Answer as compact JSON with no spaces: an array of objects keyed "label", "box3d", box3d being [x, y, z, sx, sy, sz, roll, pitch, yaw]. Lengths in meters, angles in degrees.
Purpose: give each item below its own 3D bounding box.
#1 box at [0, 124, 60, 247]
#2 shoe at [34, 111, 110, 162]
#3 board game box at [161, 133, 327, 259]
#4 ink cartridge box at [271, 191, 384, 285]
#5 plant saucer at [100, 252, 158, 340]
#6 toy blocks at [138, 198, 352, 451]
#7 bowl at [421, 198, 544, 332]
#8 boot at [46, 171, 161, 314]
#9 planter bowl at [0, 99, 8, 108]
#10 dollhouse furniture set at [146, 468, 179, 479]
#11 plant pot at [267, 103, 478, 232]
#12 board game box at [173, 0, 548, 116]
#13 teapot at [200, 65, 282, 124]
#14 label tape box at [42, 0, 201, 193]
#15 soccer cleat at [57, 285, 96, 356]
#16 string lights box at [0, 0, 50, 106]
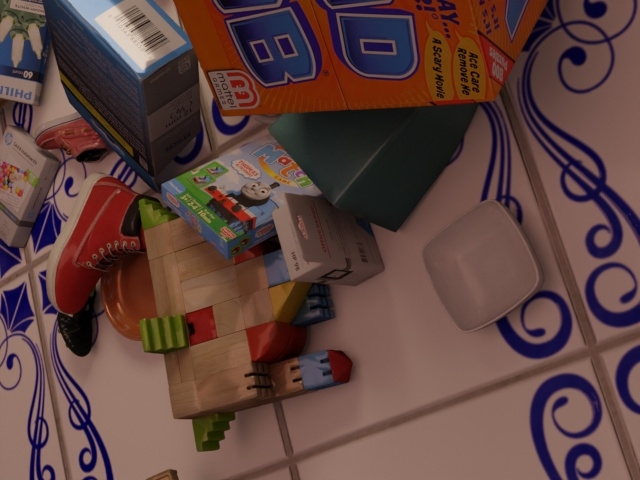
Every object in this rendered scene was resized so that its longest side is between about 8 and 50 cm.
[{"label":"box","box3d":[-0.571,-0.101,2.006,0.145,0.038,0.186,38,107,34]},{"label":"shoe","box3d":[-0.440,-0.173,1.892,0.178,0.063,0.081,-16,70,32]},{"label":"board game box","box3d":[-0.094,-0.070,1.528,0.160,0.211,0.039,39,143,34]},{"label":"ink cartridge box","box3d":[0.000,0.000,1.452,0.060,0.180,0.104,-29,68,33]},{"label":"plant saucer","box3d":[-0.284,0.066,1.762,0.200,0.037,0.200,-5,82,37]},{"label":"toy blocks","box3d":[-0.103,0.090,1.550,0.261,0.191,0.381,-18,74,24]},{"label":"bowl","box3d":[0.213,0.034,1.361,0.142,0.053,0.142,-38,63,29]},{"label":"boot","box3d":[-0.346,0.027,1.739,0.176,0.088,0.244,25,97,36]},{"label":"planter bowl","box3d":[-0.669,-0.317,2.046,0.109,0.162,0.162,16,96,65]},{"label":"dollhouse furniture set","box3d":[-0.146,0.417,1.604,0.161,0.101,0.182,-24,68,8]},{"label":"plant pot","box3d":[0.091,-0.163,1.415,0.234,0.165,0.165,-48,58,15]},{"label":"board game box","box3d":[0.047,-0.393,1.227,0.356,0.356,0.356,1,129,30]},{"label":"teapot","box3d":[-0.076,-0.341,1.549,0.256,0.187,0.252,106,167,-58]},{"label":"label tape box","box3d":[-0.305,-0.258,1.676,0.115,0.347,0.249,-39,73,-19]},{"label":"soccer cleat","box3d":[-0.418,0.111,1.850,0.072,0.060,0.179,-25,67,32]},{"label":"string lights box","box3d":[-0.564,-0.387,1.964,0.077,0.133,0.259,-150,71,-82]}]
